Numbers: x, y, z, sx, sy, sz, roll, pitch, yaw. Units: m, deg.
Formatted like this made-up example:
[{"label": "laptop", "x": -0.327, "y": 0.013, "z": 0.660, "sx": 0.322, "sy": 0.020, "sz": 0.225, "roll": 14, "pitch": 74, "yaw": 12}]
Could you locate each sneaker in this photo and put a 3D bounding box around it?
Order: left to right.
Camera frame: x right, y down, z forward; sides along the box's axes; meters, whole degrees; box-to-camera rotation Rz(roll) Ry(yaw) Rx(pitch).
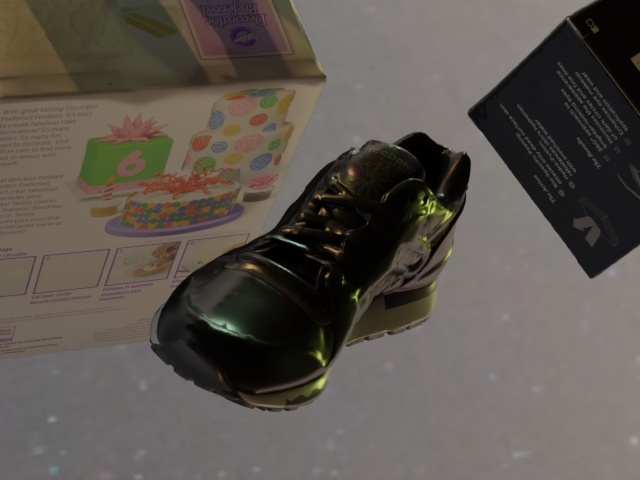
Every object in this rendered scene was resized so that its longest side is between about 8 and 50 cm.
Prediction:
[{"label": "sneaker", "x": 0.000, "y": 0.000, "z": 1.106, "sx": 0.283, "sy": 0.107, "sz": 0.124, "roll": -30, "pitch": -34, "yaw": -60}]

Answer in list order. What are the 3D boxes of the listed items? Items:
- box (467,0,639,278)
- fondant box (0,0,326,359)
[{"label": "box", "x": 0.212, "y": -0.081, "z": 1.358, "sx": 0.093, "sy": 0.158, "sz": 0.156, "roll": -33, "pitch": -95, "yaw": -32}, {"label": "fondant box", "x": -0.160, "y": -0.042, "z": 1.405, "sx": 0.238, "sy": 0.330, "sz": 0.096, "roll": -6, "pitch": -122, "yaw": -24}]
